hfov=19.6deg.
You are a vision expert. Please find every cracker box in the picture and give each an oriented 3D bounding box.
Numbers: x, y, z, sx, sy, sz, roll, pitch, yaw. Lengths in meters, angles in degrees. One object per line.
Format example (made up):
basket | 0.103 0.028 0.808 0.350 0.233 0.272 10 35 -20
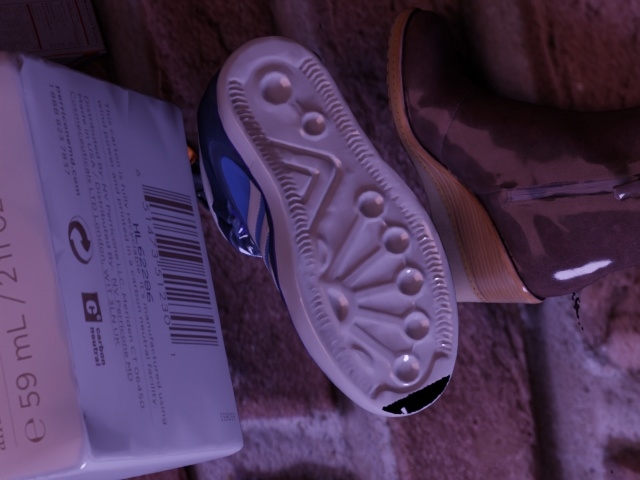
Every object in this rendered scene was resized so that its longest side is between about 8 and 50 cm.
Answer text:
cracker box | -0.331 -0.166 1.679 0.156 0.232 0.067 -19 86 39

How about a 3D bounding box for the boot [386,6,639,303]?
boot | 0.170 -0.080 1.421 0.207 0.090 0.248 -15 89 27

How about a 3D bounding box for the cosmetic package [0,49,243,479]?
cosmetic package | -0.324 0.065 1.561 0.394 0.327 0.329 -15 82 18

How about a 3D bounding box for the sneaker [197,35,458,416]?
sneaker | -0.001 0.000 1.508 0.322 0.130 0.236 64 169 7

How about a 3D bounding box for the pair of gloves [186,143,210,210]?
pair of gloves | -0.092 -0.069 1.656 0.074 0.010 0.083 54 127 16
